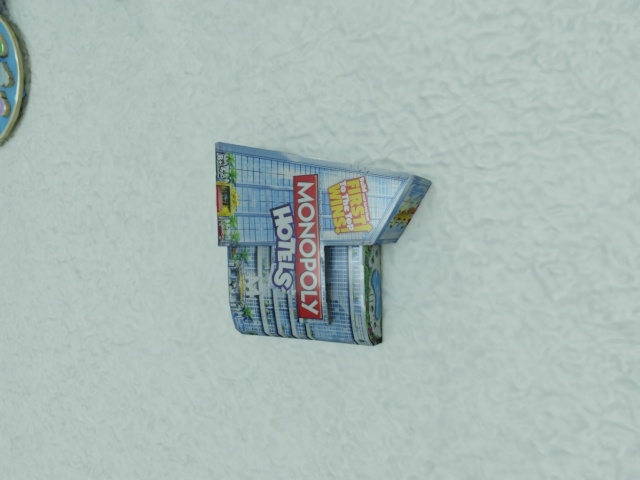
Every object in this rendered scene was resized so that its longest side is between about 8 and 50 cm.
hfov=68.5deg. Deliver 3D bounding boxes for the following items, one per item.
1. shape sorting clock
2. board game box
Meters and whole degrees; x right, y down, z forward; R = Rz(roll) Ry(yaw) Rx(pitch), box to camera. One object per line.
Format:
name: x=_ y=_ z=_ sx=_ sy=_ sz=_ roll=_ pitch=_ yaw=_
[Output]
shape sorting clock: x=-0.506 y=-0.237 z=0.687 sx=0.206 sy=0.040 sz=0.206 roll=1 pitch=92 yaw=27
board game box: x=0.000 y=0.000 z=0.428 sx=0.194 sy=0.060 sz=0.194 roll=-1 pitch=91 yaw=28
